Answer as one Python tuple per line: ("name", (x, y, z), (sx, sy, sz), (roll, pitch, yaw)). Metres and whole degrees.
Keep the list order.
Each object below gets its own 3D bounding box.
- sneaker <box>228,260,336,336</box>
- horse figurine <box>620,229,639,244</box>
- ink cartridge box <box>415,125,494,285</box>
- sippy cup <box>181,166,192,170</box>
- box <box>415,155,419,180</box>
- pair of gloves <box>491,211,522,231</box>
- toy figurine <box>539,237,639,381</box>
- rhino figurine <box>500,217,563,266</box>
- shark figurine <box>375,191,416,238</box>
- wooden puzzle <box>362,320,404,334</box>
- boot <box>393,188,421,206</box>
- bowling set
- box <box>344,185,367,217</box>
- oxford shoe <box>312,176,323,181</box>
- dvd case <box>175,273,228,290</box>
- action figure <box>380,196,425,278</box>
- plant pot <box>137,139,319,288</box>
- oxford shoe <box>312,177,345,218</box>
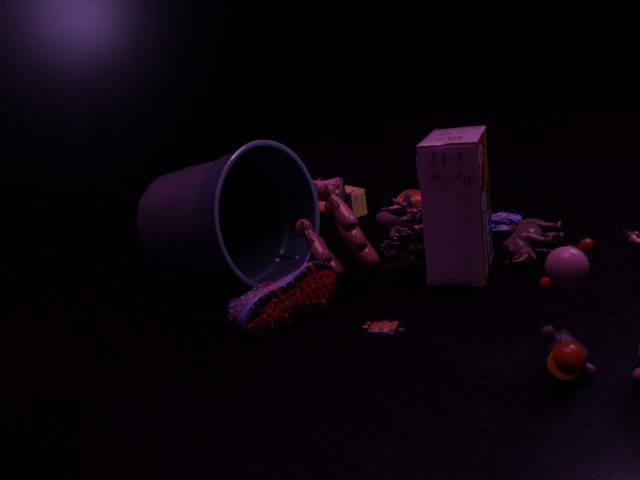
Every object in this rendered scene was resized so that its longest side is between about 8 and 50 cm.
("sneaker", (-0.081, 0.105, 1.380), (0.262, 0.104, 0.125), (-22, 20, -39))
("horse figurine", (0.787, 0.011, 1.367), (0.264, 0.066, 0.174), (-12, 23, -7))
("ink cartridge box", (0.311, -0.090, 1.486), (0.130, 0.309, 0.272), (-1, 18, 20))
("sippy cup", (-0.298, -0.084, 1.926), (0.224, 0.239, 0.305), (13, 34, 26))
("box", (0.439, -0.258, 2.360), (0.171, 0.090, 0.130), (-10, 17, -5))
("pair of gloves", (0.446, -0.041, 1.765), (0.159, 0.023, 0.198), (-1, 17, 27))
("toy figurine", (0.429, 0.102, 0.968), (0.213, 0.209, 0.148), (2, 3, 19))
("rhino figurine", (0.469, 0.009, 1.500), (0.106, 0.073, 0.243), (7, 23, 31))
("shark figurine", (0.279, -0.083, 1.827), (0.279, 0.116, 0.166), (-6, 18, 13))
("wooden puzzle", (0.118, 0.165, 1.258), (0.083, 0.006, 0.049), (-1, 18, 21))
("boot", (0.328, -0.110, 1.962), (0.197, 0.072, 0.152), (-22, 26, -32))
("bowling set", (0.000, 0.000, 1.510), (0.200, 0.287, 0.154), (-32, 60, -2))
("box", (0.057, -0.133, 2.132), (0.058, 0.087, 0.232), (-18, 20, -29))
("oxford shoe", (-0.116, -0.160, 2.270), (0.272, 0.098, 0.097), (-10, 17, -7))
("dvd case", (-0.294, 0.096, 1.659), (0.087, 0.013, 0.120), (-22, 21, -39))
("action figure", (0.210, -0.025, 1.592), (0.141, 0.164, 0.275), (3, 25, 18))
("plant pot", (-0.238, -0.052, 1.587), (0.334, 0.340, 0.341), (-1, 17, 38))
("oxford shoe", (-0.092, -0.141, 2.082), (0.364, 0.132, 0.130), (3, -10, 17))
